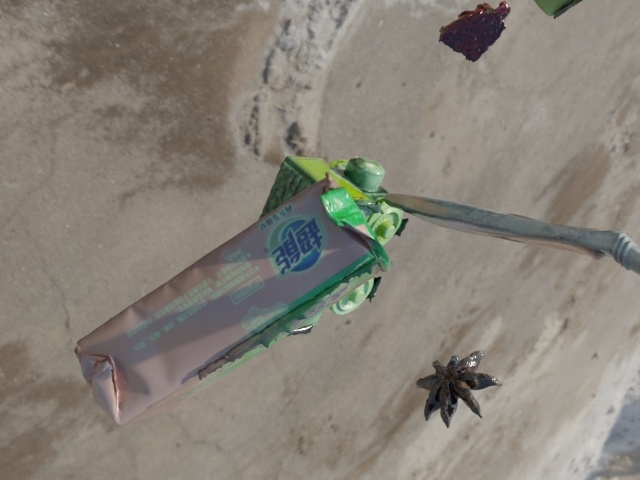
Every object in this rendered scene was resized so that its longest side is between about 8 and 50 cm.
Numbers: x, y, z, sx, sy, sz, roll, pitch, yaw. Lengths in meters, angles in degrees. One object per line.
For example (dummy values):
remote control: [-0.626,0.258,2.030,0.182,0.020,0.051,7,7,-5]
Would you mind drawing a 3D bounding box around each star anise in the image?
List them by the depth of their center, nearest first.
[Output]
star anise: [0.200,0.217,1.032,0.141,0.141,0.042,-47,122,-11]

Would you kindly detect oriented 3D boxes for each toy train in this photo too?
toy train: [0.000,0.000,1.004,0.188,0.159,0.272,-5,128,-46]

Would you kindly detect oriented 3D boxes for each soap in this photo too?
soap: [-0.073,0.058,0.630,0.273,0.098,0.218,-33,175,2]

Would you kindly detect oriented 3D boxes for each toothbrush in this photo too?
toothbrush: [0.162,-0.001,0.468,0.028,0.375,0.037,27,84,-35]

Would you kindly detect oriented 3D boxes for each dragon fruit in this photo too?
dragon fruit: [0.300,-0.424,1.334,0.097,0.063,0.131,33,123,-20]

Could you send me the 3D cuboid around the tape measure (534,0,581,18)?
tape measure: [0.266,-0.390,0.832,0.106,0.200,0.175,-33,-167,51]
